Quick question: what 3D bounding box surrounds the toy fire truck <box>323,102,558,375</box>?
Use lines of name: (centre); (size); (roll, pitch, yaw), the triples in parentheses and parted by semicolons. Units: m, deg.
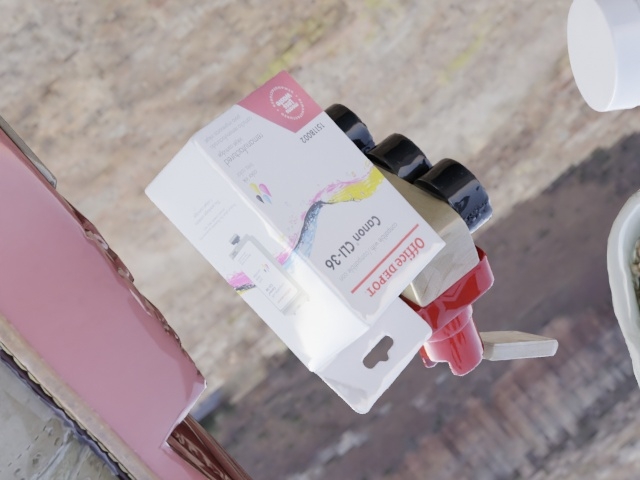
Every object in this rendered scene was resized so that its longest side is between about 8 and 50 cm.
toy fire truck: (0.070, 0.028, 1.151); (0.158, 0.217, 0.246); (-38, 129, -18)

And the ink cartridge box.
ink cartridge box: (0.000, 0.000, 0.922); (0.067, 0.198, 0.115); (-42, -179, 42)

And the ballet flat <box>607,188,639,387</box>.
ballet flat: (0.202, 0.111, 0.496); (0.139, 0.400, 0.139); (-10, 129, -13)

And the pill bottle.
pill bottle: (0.431, -0.234, 1.614); (0.283, 0.160, 0.160); (-12, 157, -11)

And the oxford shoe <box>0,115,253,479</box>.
oxford shoe: (-0.076, 0.101, 0.424); (0.130, 0.123, 0.348); (-39, 128, -12)
